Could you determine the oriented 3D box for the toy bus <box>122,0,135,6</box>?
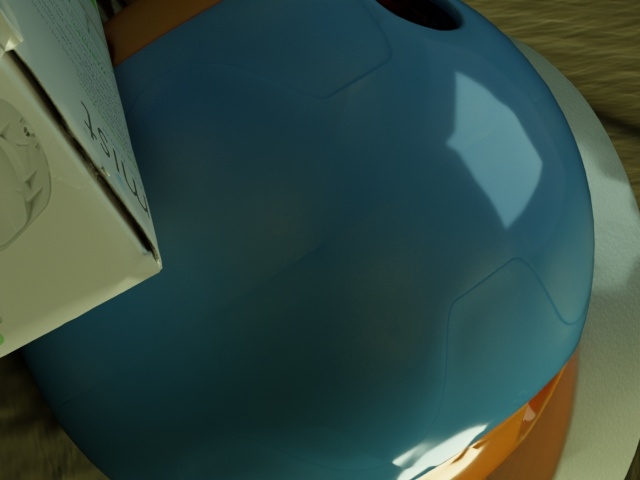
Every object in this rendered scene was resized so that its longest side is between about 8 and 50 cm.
[{"bbox_3d":[-0.219,-0.383,1.534,0.108,0.130,0.333,59,6,-44],"label":"toy bus"}]

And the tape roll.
[{"bbox_3d":[0.049,0.043,0.885,0.072,0.392,0.392,-3,56,-36],"label":"tape roll"}]

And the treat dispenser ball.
[{"bbox_3d":[-0.011,0.004,0.660,0.288,0.288,0.288,62,4,-9],"label":"treat dispenser ball"}]

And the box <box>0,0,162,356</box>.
[{"bbox_3d":[-0.178,-0.115,0.464,0.262,0.126,0.231,59,6,-43],"label":"box"}]
